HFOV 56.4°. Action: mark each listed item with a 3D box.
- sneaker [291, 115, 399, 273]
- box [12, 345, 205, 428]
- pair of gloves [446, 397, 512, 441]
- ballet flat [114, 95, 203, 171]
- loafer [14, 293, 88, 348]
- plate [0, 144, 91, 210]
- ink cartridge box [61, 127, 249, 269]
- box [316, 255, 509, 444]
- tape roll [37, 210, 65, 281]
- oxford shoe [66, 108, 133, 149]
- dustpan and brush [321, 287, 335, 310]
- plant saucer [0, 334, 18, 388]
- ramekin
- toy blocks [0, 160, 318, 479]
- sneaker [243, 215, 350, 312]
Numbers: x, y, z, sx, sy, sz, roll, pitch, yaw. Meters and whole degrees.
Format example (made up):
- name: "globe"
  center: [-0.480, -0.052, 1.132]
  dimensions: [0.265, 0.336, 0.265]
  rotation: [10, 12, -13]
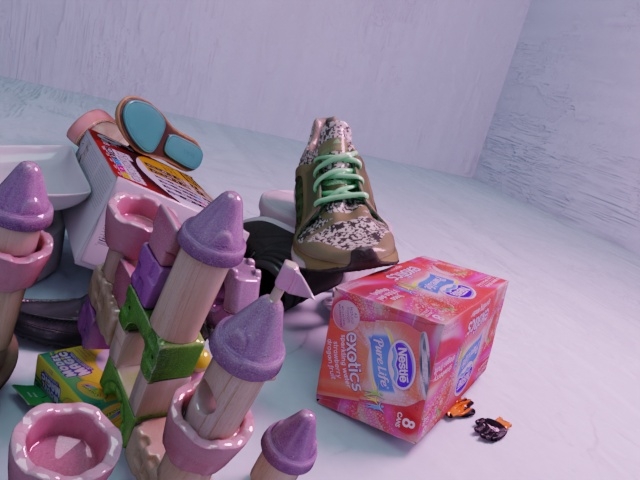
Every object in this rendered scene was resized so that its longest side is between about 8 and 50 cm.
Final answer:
- name: "sneaker"
  center: [0.017, -0.086, 0.920]
  dimensions: [0.157, 0.182, 0.410]
  rotation: [-8, 26, -5]
- name: "box"
  center: [-0.213, 0.147, 0.626]
  dimensions: [0.105, 0.043, 0.179]
  rotation: [28, 22, 35]
- name: "pair of gloves"
  center: [0.202, 0.232, 0.778]
  dimensions: [0.083, 0.010, 0.074]
  rotation: [29, 20, 34]
- name: "ballet flat"
  center: [-0.287, -0.176, 1.009]
  dimensions: [0.073, 0.080, 0.232]
  rotation: [21, -9, 24]
- name: "loafer"
  center: [-0.256, 0.086, 0.722]
  dimensions: [0.223, 0.078, 0.076]
  rotation: [8, 17, -24]
- name: "plate"
  center: [-0.482, -0.083, 0.836]
  dimensions: [0.277, 0.045, 0.278]
  rotation: [-6, 24, -26]
- name: "ink cartridge box"
  center: [-0.245, -0.033, 0.937]
  dimensions: [0.271, 0.130, 0.309]
  rotation: [25, 8, -35]
- name: "box"
  center: [0.135, 0.127, 0.802]
  dimensions: [0.142, 0.154, 0.299]
  rotation: [17, 14, 28]
- name: "tape roll"
  center: [-0.567, -0.027, 0.840]
  dimensions: [0.391, 0.072, 0.392]
  rotation: [14, 15, -4]
- name: "oxford shoe"
  center: [-0.529, -0.250, 1.614]
  dimensions: [0.146, 0.140, 0.397]
  rotation: [47, 12, -1]
- name: "dustpan and brush"
  center: [0.057, 0.107, 0.977]
  dimensions: [0.147, 0.060, 0.211]
  rotation: [25, 18, 29]
- name: "plant saucer"
  center: [-0.429, 0.114, 0.541]
  dimensions: [0.277, 0.041, 0.278]
  rotation: [14, 16, -4]
- name: "ramekin"
  center: [0.000, 0.000, 1.173]
  dimensions: [0.272, 0.127, 0.273]
  rotation: [13, 16, -4]
- name: "toy blocks"
  center: [-0.114, 0.056, 0.513]
  dimensions: [0.308, 0.260, 0.289]
  rotation: [5, 32, -41]
- name: "sneaker"
  center: [-0.106, 0.036, 1.000]
  dimensions: [0.295, 0.105, 0.146]
  rotation: [14, 28, 42]
